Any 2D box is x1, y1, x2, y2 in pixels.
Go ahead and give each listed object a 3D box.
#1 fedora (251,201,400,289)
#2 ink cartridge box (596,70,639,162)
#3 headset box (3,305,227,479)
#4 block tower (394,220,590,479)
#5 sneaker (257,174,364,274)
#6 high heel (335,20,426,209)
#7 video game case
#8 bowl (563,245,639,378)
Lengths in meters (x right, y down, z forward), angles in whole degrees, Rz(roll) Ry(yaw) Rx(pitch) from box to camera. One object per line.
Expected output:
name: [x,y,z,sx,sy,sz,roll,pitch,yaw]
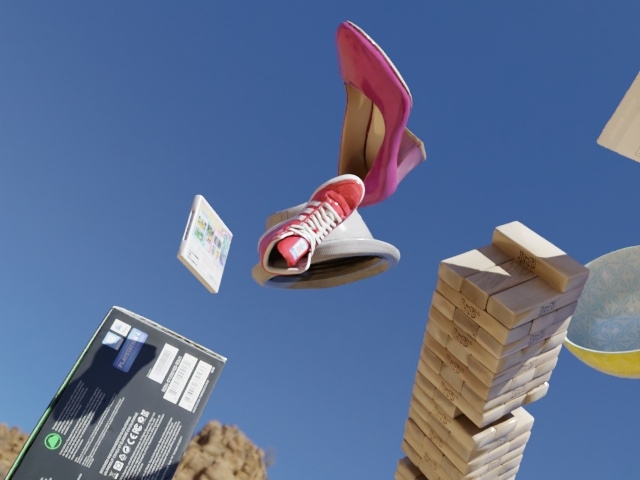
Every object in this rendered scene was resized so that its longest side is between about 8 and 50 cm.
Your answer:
fedora: [0.000,0.000,1.254,0.244,0.124,0.276,-21,-16,32]
ink cartridge box: [0.336,-0.101,0.572,0.179,0.045,0.145,28,-43,10]
headset box: [-0.235,0.245,0.764,0.131,0.246,0.283,28,-35,-6]
block tower: [0.152,0.151,0.710,0.091,0.097,0.335,42,-43,42]
sneaker: [-0.007,-0.011,0.660,0.118,0.067,0.042,-38,-74,9]
high heel: [0.061,-0.184,1.211,0.127,0.181,0.377,48,-4,40]
video game case: [-0.232,0.010,1.486,0.019,0.143,0.157,-1,-31,20]
bowl: [0.581,0.155,1.315,0.290,0.289,0.156,-7,-55,41]
